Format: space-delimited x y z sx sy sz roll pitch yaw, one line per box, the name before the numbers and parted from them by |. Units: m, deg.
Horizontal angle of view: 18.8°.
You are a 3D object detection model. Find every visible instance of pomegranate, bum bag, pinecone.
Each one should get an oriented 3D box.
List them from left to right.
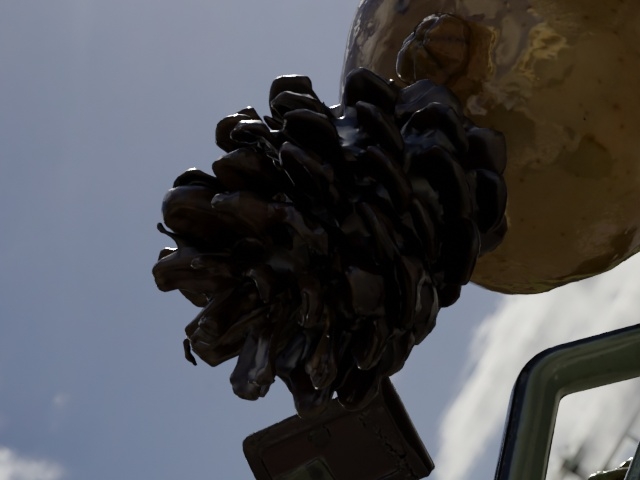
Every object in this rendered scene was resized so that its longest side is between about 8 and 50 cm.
pinecone | -0.005 -0.003 1.598 0.298 0.242 0.296 -24 20 45
bum bag | 0.015 0.200 1.800 0.159 0.109 0.026 -24 10 10
pomegranate | 0.184 -0.138 1.887 0.410 0.410 0.410 -49 -22 -27

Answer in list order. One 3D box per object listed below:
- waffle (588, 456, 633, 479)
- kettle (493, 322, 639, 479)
waffle | 0.451 0.286 2.169 0.317 0.297 0.073 -21 -74 -39
kettle | 0.316 0.172 1.486 0.250 0.361 0.377 87 -153 -55
